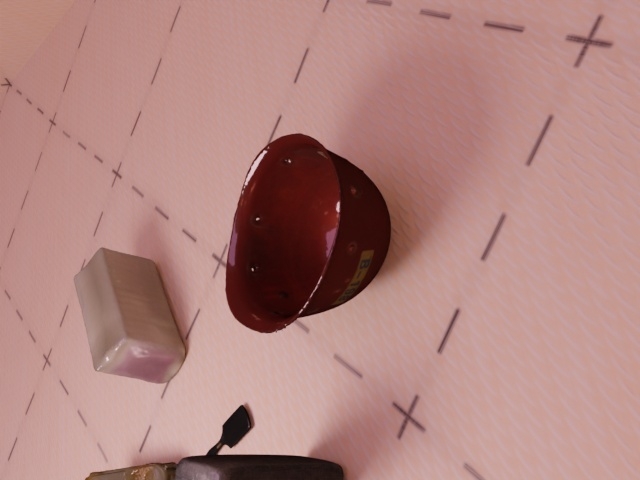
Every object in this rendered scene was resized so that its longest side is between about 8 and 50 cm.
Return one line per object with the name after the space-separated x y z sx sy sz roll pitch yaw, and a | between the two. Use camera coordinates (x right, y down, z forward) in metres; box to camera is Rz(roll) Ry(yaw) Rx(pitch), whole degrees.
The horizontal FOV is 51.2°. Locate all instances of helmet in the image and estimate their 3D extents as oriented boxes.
0.000 0.000 1.281 0.337 0.230 0.384 51 124 43 | helmet

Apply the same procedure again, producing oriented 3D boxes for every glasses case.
-0.099 0.425 1.193 0.131 0.323 0.074 -2 76 42 | glasses case

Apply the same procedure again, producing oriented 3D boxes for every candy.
-0.505 0.197 1.773 0.145 0.208 0.358 -46 49 19 | candy

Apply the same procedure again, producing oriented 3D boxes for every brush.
-0.218 0.454 1.534 0.193 0.016 0.063 -48 48 25 | brush

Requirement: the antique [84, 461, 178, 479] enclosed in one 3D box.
-0.439 0.620 1.642 0.284 0.150 0.125 -20 64 32 | antique
